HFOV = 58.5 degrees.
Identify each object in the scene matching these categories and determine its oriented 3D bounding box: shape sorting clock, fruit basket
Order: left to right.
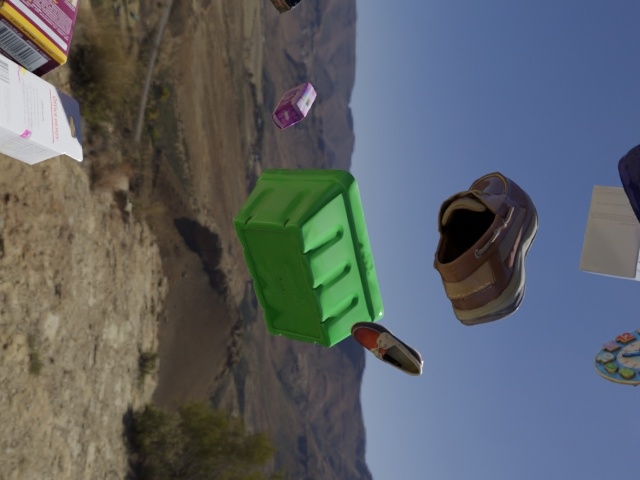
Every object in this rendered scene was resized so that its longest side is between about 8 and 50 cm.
[{"bbox_3d":[0.000,0.000,1.270,0.392,0.283,0.392,-12,105,-55],"label":"fruit basket"},{"bbox_3d":[0.672,0.232,1.178,0.206,0.206,0.040,-101,165,-84],"label":"shape sorting clock"}]

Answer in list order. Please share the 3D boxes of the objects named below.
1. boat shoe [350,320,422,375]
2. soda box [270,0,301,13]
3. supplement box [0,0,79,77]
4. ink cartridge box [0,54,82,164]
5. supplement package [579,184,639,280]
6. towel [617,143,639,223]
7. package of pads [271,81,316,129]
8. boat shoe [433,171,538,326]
[{"bbox_3d":[0.111,0.182,0.957,0.049,0.137,0.043,-57,-175,21],"label":"boat shoe"},{"bbox_3d":[-0.077,-0.575,1.339,0.053,0.060,0.169,51,2,-22],"label":"soda box"},{"bbox_3d":[-0.412,-0.328,0.802,0.104,0.081,0.188,46,30,-50],"label":"supplement box"},{"bbox_3d":[-0.405,-0.170,0.758,0.181,0.061,0.104,32,46,-68],"label":"ink cartridge box"},{"bbox_3d":[0.611,-0.014,1.177,0.105,0.105,0.179,10,91,-55],"label":"supplement package"},{"bbox_3d":[0.451,-0.062,0.563,0.308,0.076,0.228,122,-35,-63],"label":"towel"},{"bbox_3d":[-0.041,-0.208,0.879,0.032,0.050,0.083,53,33,-26],"label":"package of pads"},{"bbox_3d":[0.233,-0.022,0.819,0.116,0.123,0.324,51,33,-18],"label":"boat shoe"}]
